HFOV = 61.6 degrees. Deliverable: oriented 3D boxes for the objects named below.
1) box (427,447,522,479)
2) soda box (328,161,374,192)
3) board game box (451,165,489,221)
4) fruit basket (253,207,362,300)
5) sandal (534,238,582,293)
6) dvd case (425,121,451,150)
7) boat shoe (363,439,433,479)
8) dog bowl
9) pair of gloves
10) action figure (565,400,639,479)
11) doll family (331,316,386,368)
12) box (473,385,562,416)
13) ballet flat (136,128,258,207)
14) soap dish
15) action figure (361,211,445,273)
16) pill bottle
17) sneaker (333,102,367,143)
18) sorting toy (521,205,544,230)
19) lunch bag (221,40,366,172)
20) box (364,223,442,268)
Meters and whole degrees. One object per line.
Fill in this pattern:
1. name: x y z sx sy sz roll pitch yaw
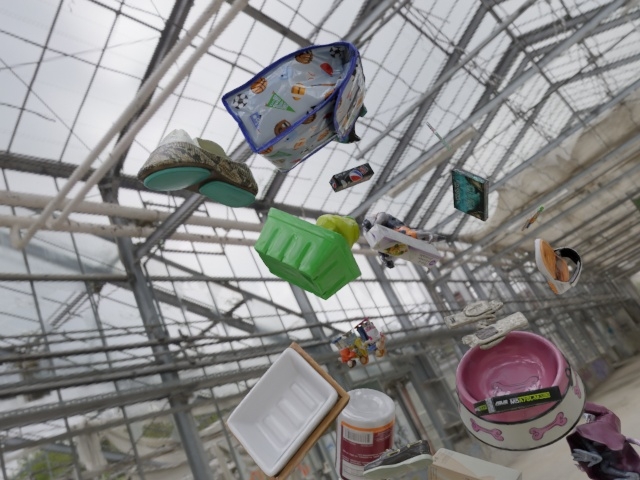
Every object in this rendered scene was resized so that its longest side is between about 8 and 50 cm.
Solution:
1. box: 0.552 0.874 1.923 0.311 0.148 0.121 1 11 38
2. soda box: 0.120 -0.241 2.055 0.168 0.053 0.060 -23 -14 -24
3. board game box: 0.492 -0.151 1.763 0.026 0.126 0.186 -45 -37 -19
4. fruit basket: 0.000 0.000 1.964 0.391 0.392 0.283 -27 -44 1
5. sandal: 0.581 0.062 1.283 0.076 0.102 0.265 -8 -21 34
6. dvd case: 0.421 -0.373 1.920 0.013 0.119 0.087 -42 -61 15
7. boat shoe: 0.233 0.672 1.645 0.227 0.069 0.081 -24 -48 19
8. dog bowl: 0.628 0.466 1.750 0.407 0.408 0.150 -27 -64 1
9. pair of gloves: 0.528 0.268 1.725 0.204 0.042 0.240 -26 18 -4
10. action figure: 0.907 0.608 1.717 0.275 0.248 0.370 -27 -2 31
11. doll family: 0.185 0.424 2.213 0.263 0.163 0.118 -41 -13 32
12. box: 0.532 0.440 1.466 0.184 0.045 0.191 -11 -21 -3
13. ballet flat: -0.339 -0.207 1.480 0.163 0.182 0.482 -22 -13 21
14. soap dish: -0.082 0.453 1.417 0.291 0.229 0.118 -50 -35 -5
15. action figure: 0.314 -0.001 2.133 0.179 0.330 0.341 -51 -31 -13
16. pill bottle: 0.169 0.793 2.049 0.224 0.224 0.393 -11 -70 -34
17. sneaker: 0.107 -0.479 1.819 0.108 0.120 0.303 -53 -28 -68
18. sorting toy: 0.603 -0.064 1.518 0.062 0.012 0.083 -33 -27 -24
19. lunch bag: -0.036 -0.393 1.573 0.385 0.239 0.328 -34 -7 5
20. box: 0.281 0.023 1.794 0.323 0.067 0.063 17 -56 -42
